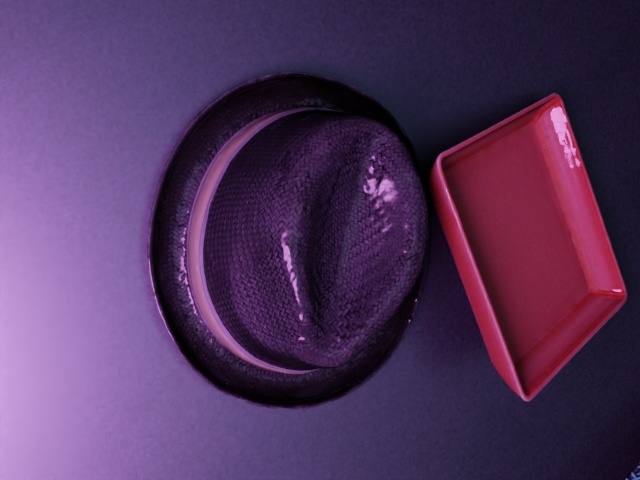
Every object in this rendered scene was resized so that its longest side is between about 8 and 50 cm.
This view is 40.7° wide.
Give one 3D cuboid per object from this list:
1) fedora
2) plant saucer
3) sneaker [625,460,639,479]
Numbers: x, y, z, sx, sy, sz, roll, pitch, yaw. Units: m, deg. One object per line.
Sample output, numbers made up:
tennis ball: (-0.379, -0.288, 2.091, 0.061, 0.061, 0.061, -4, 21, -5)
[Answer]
fedora: (0.000, 0.000, 0.808, 0.333, 0.152, 0.334, 0, 89, -22)
plant saucer: (0.219, -0.002, 0.918, 0.259, 0.047, 0.259, -29, 102, -42)
sneaker: (0.376, 0.304, 1.015, 0.076, 0.065, 0.167, 18, 81, -17)
